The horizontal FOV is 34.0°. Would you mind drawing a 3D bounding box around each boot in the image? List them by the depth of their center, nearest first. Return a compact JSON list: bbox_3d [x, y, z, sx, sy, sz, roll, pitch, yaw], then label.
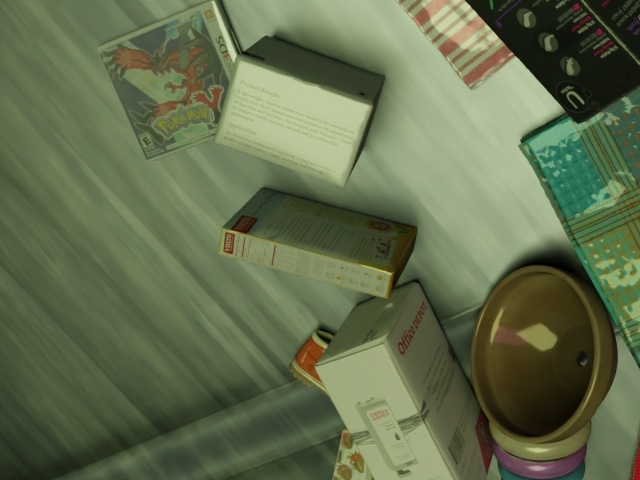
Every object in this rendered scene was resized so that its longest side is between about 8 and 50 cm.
[{"bbox_3d":[0.037,0.199,1.568,0.158,0.059,0.084,31,111,4],"label":"boot"}]

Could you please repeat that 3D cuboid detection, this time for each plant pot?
[{"bbox_3d":[0.320,0.157,1.410,0.110,0.237,0.237,11,120,-32],"label":"plant pot"}]

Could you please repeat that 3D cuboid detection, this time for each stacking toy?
[{"bbox_3d":[0.321,0.388,1.528,0.141,0.141,0.330,2,117,16],"label":"stacking toy"}]

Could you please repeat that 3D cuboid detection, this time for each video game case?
[{"bbox_3d":[-0.198,-0.225,1.492,0.201,0.023,0.183,-17,104,22],"label":"video game case"}]

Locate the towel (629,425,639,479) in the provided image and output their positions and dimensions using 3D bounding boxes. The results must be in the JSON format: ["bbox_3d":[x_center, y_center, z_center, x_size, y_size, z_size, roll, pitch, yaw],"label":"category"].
[{"bbox_3d":[0.582,0.345,1.477,0.275,0.031,0.199,8,111,14],"label":"towel"}]

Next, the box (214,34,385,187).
[{"bbox_3d":[-0.022,-0.172,1.363,0.181,0.182,0.119,20,111,2],"label":"box"}]

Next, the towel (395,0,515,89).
[{"bbox_3d":[0.186,-0.309,1.344,0.144,0.029,0.197,-39,96,24],"label":"towel"}]

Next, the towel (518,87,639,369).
[{"bbox_3d":[0.437,-0.032,1.287,0.271,0.040,0.370,-31,77,30],"label":"towel"}]

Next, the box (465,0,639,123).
[{"bbox_3d":[0.292,-0.301,1.217,0.270,0.165,0.143,47,151,-4],"label":"box"}]

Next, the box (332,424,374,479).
[{"bbox_3d":[0.043,0.423,1.647,0.063,0.067,0.324,15,113,11],"label":"box"}]

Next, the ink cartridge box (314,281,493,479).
[{"bbox_3d":[0.127,0.230,1.469,0.117,0.207,0.283,-22,102,25],"label":"ink cartridge box"}]

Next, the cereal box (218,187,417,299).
[{"bbox_3d":[0.000,0.000,1.438,0.240,0.173,0.047,15,115,12],"label":"cereal box"}]
